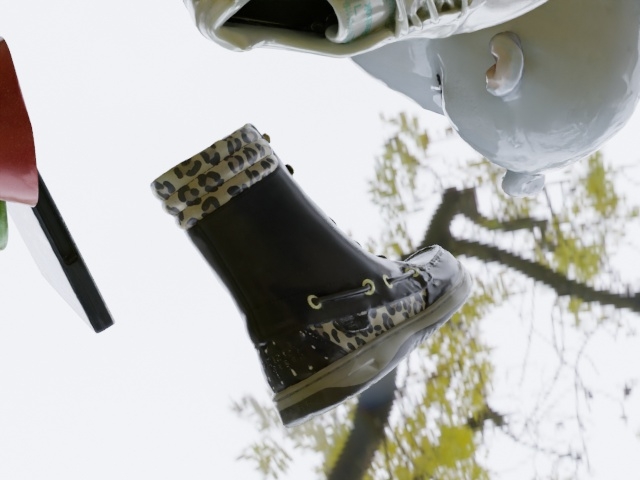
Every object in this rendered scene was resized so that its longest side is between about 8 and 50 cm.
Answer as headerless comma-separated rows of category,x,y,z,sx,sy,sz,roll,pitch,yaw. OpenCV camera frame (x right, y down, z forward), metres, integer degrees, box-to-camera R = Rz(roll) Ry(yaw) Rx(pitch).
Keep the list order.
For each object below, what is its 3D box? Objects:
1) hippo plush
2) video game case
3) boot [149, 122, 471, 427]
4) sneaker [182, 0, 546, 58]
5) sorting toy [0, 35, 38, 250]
hippo plush,0.145,-0.136,0.786,0.294,0.234,0.236,32,-96,25
video game case,-0.280,-0.059,1.320,0.026,0.274,0.196,-31,-154,-15
boot,0.001,0.000,0.935,0.085,0.236,0.178,-32,-88,32
sneaker,0.025,-0.091,0.539,0.152,0.053,0.061,-9,-151,-4
sorting toy,-0.308,-0.047,1.104,0.126,0.365,0.127,-13,-96,-22
